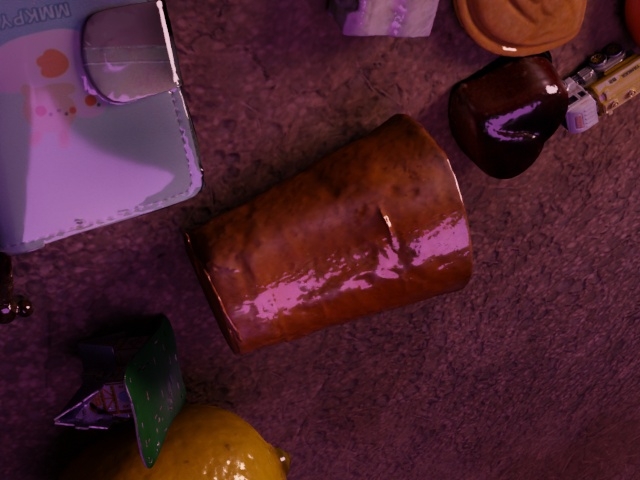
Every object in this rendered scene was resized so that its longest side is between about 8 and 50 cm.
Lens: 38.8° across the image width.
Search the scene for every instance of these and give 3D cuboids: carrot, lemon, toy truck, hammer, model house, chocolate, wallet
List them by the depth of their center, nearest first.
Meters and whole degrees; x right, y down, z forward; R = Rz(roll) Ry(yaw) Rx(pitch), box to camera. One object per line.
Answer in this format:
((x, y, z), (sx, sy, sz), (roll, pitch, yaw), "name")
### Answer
((-0.191, -0.130, 0.661), (0.176, 0.075, 0.250), (-19, 109, -22), "wallet")
((-0.298, 0.010, 0.838), (0.065, 0.021, 0.178), (-8, 132, -26), "hammer")
((0.000, 0.000, 0.911), (0.254, 0.196, 0.196), (-20, 137, -10), "carrot")
((-0.211, 0.159, 0.956), (0.088, 0.167, 0.117), (-7, 109, 8), "model house")
((0.208, -0.137, 0.987), (0.125, 0.080, 0.148), (14, 122, -41), "chocolate")
((0.321, -0.173, 1.039), (0.123, 0.063, 0.052), (-33, 140, -2), "toy truck")
((-0.174, 0.319, 1.040), (0.284, 0.260, 0.260), (-41, 145, -31), "lemon")

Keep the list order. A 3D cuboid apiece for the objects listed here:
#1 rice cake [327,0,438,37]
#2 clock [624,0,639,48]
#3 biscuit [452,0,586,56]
((0.077, -0.306, 0.762), (0.106, 0.050, 0.298), (-9, 134, -26), "rice cake")
((0.425, -0.292, 1.002), (0.205, 0.051, 0.205), (-17, 136, -17), "clock")
((0.200, -0.255, 0.907), (0.142, 0.029, 0.221), (-43, 139, 10), "biscuit")
